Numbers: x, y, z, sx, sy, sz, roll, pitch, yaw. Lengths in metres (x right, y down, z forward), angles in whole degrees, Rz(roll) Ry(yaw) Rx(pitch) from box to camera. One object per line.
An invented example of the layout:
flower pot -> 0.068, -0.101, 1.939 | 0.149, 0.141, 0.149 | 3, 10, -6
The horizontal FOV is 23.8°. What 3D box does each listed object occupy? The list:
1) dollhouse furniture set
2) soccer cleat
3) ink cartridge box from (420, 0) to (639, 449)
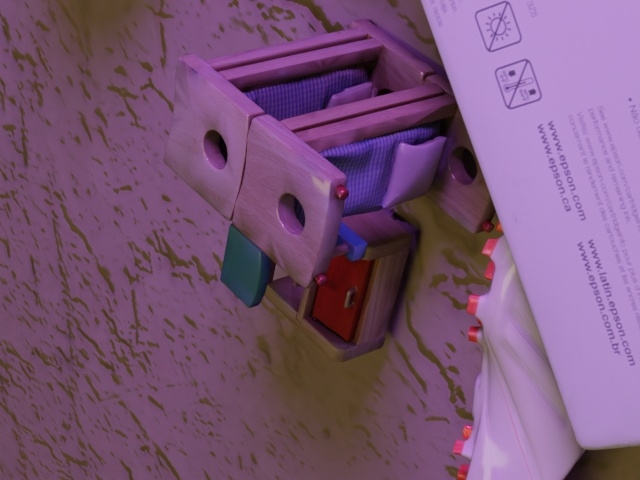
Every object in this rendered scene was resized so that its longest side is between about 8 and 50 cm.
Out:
dollhouse furniture set -> 0.000, 0.000, 0.818 | 0.129, 0.129, 0.183 | 41, 133, 35
soccer cleat -> 0.115, 0.069, 0.798 | 0.076, 0.068, 0.196 | 10, 114, 15
ink cartridge box -> 0.198, -0.085, 0.619 | 0.330, 0.071, 0.324 | -14, 98, 43
